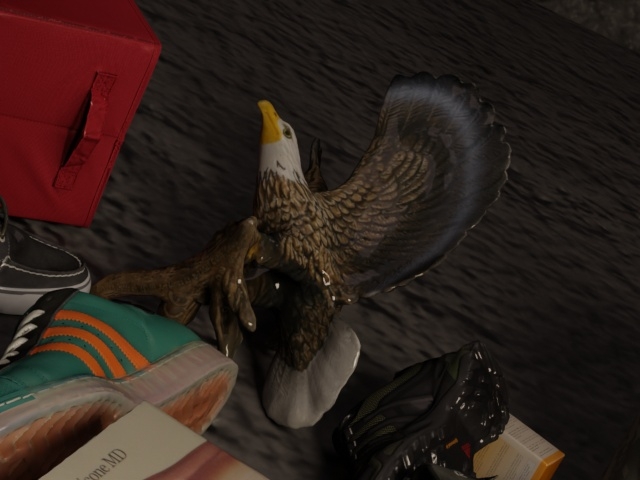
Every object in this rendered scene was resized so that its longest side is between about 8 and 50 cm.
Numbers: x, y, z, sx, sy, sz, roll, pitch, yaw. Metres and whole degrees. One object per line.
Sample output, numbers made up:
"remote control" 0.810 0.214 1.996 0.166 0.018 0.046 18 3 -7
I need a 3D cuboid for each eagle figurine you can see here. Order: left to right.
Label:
"eagle figurine" 0.000 -0.011 1.319 0.226 0.225 0.298 27 27 29

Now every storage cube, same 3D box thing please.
"storage cube" -0.274 -0.144 1.371 0.193 0.184 0.215 9 29 -33

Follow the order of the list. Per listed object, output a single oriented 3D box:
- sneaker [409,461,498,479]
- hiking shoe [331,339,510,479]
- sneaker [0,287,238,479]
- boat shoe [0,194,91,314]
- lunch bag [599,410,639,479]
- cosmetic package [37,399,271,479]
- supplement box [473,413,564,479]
"sneaker" 0.107 0.190 1.108 0.234 0.078 0.106 -18 86 -43
"hiking shoe" 0.054 0.165 1.205 0.086 0.114 0.227 59 41 -16
"sneaker" -0.172 0.099 1.067 0.121 0.108 0.302 33 15 18
"boat shoe" -0.268 -0.007 1.218 0.228 0.076 0.080 16 25 -23
"lunch bag" 0.335 0.158 1.215 0.256 0.305 0.212 0 34 -49
"cosmetic package" -0.027 0.232 0.894 0.296 0.129 0.153 30 24 10
"supplement box" 0.131 0.165 1.295 0.098 0.062 0.036 37 26 22
